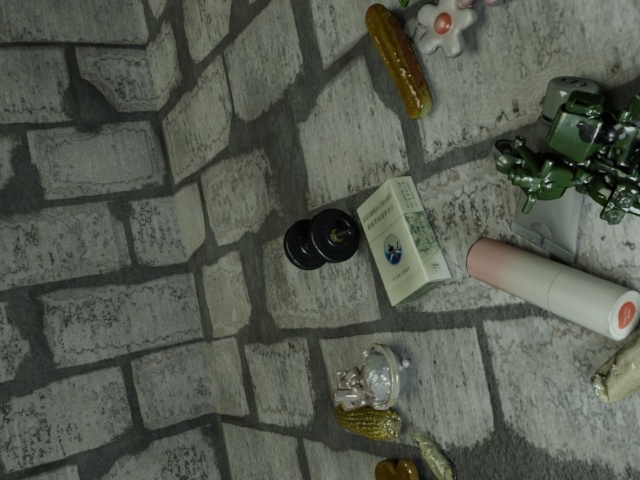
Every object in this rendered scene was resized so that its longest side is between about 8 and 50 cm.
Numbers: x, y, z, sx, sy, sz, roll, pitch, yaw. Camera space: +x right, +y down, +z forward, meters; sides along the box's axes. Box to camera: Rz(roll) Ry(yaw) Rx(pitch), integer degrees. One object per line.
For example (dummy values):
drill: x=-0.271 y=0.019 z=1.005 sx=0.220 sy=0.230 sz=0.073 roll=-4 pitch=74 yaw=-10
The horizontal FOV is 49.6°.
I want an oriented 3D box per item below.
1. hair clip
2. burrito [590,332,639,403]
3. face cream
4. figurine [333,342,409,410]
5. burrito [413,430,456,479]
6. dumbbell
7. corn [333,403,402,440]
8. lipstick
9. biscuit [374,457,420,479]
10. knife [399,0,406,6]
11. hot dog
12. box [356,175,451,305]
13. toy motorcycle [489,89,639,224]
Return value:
hair clip: x=0.277 y=-0.456 z=1.316 sx=0.257 sy=0.075 sz=0.146 roll=-55 pitch=47 yaw=45
burrito: x=0.514 y=0.187 z=1.093 sx=0.087 sy=0.060 sz=0.226 roll=64 pitch=146 yaw=28
face cream: x=0.402 y=-0.119 z=1.184 sx=0.143 sy=0.089 sz=0.314 roll=36 pitch=134 yaw=43
figurine: x=0.131 y=0.341 z=1.714 sx=0.237 sy=0.141 sz=0.162 roll=-42 pitch=52 yaw=55
burrito: x=0.270 y=0.516 z=1.627 sx=0.149 sy=0.041 sz=0.055 roll=53 pitch=154 yaw=33
dumbbell: x=0.000 y=0.000 z=1.839 sx=0.325 sy=0.143 sz=0.143 roll=-19 pitch=81 yaw=60
corn: x=0.121 y=0.477 z=1.833 sx=0.288 sy=0.087 sz=0.086 roll=-14 pitch=86 yaw=63
lipstick: x=0.401 y=0.077 z=1.229 sx=0.327 sy=0.087 sz=0.087 roll=28 pitch=122 yaw=55
biscuit: x=0.236 y=0.635 z=1.712 sx=0.301 sy=0.049 sz=0.196 roll=17 pitch=113 yaw=57
knife: x=0.198 y=-0.569 z=1.461 sx=0.166 sy=0.023 sz=0.078 roll=-59 pitch=43 yaw=47
hot dog: x=0.172 y=-0.393 z=1.514 sx=0.088 sy=0.061 sz=0.285 roll=-43 pitch=63 yaw=59
box: x=0.187 y=0.002 z=1.595 sx=0.164 sy=0.069 sz=0.256 roll=-45 pitch=59 yaw=55
toy motorcycle: x=0.408 y=-0.135 z=1.042 sx=0.127 sy=0.275 sz=0.205 roll=-66 pitch=-8 yaw=-53
